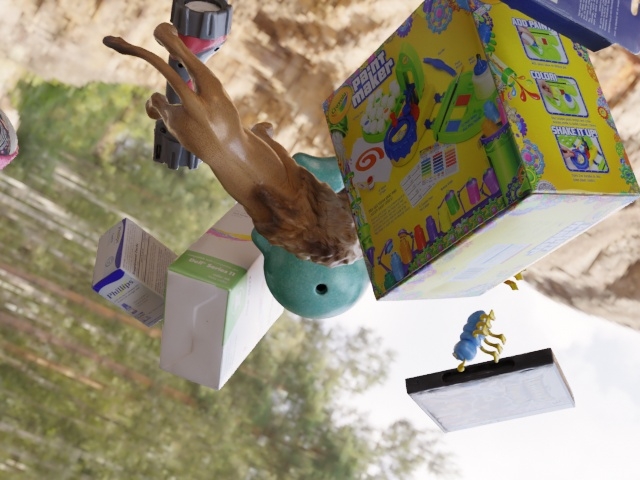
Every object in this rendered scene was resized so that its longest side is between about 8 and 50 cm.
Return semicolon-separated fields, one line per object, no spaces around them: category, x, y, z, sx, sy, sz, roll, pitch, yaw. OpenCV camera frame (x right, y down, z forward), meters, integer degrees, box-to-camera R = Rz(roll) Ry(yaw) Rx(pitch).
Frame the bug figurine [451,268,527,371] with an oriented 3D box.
bug figurine;0.216;0.046;1.587;0.072;0.279;0.216;10;-126;34

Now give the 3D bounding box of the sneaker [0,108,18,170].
sneaker;-0.458;-0.183;1.239;0.121;0.299;0.112;-36;163;-20

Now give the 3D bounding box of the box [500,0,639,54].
box;0.243;-0.283;1.107;0.036;0.225;0.136;-17;-123;57

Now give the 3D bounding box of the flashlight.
flashlight;-0.212;-0.264;1.839;0.103;0.103;0.304;-34;143;-45

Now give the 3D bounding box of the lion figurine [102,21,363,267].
lion figurine;-0.102;-0.110;1.391;0.142;0.392;0.240;-49;-140;10

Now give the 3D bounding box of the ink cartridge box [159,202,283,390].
ink cartridge box;-0.143;0.073;1.892;0.353;0.119;0.207;-51;153;-57

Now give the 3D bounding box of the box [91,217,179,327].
box;-0.310;0.055;1.847;0.072;0.137;0.126;-32;-143;24

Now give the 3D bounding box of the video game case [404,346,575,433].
video game case;0.301;0.266;1.893;0.248;0.275;0.035;-14;-117;15

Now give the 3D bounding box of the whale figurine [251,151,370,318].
whale figurine;0.000;0.000;1.697;0.141;0.216;0.272;-96;-170;-63

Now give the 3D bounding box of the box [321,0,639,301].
box;0.174;-0.112;1.286;0.290;0.177;0.279;-39;-121;49
